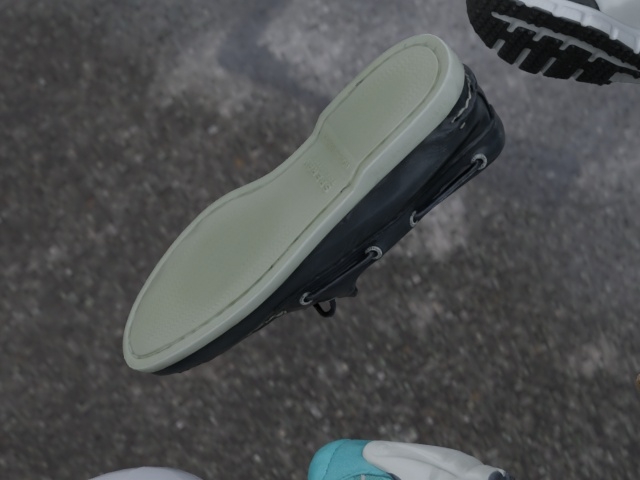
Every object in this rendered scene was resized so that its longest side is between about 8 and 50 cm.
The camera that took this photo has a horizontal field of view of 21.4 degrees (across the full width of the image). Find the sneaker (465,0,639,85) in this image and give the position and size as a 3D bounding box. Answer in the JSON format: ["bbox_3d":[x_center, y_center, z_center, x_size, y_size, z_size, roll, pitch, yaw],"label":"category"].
[{"bbox_3d":[0.096,-0.071,0.524,0.109,0.040,0.044,12,74,-17],"label":"sneaker"}]

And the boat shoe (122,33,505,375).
[{"bbox_3d":[-0.001,-0.003,1.262,0.340,0.113,0.127,-46,37,11],"label":"boat shoe"}]

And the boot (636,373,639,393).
[{"bbox_3d":[0.428,0.099,1.599,0.207,0.090,0.248,-30,10,-12],"label":"boot"}]

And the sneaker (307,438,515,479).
[{"bbox_3d":[0.046,0.210,0.868,0.110,0.275,0.107,14,35,25],"label":"sneaker"}]

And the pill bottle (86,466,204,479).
[{"bbox_3d":[0.018,0.223,0.371,0.334,0.188,0.188,41,76,17],"label":"pill bottle"}]
